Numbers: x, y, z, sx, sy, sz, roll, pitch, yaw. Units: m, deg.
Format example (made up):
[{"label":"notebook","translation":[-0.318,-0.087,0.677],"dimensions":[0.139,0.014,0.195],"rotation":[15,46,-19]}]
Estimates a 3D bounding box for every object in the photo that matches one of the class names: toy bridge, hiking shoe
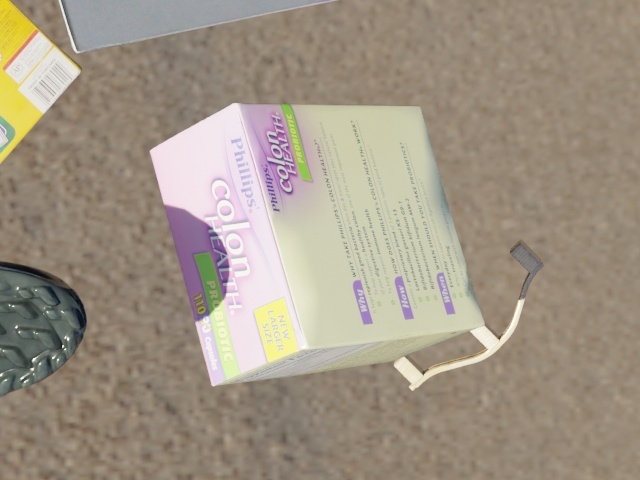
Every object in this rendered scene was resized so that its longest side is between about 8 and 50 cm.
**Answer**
[{"label":"toy bridge","translation":[0.158,0.087,1.855],"dimensions":[0.063,0.188,0.026],"rotation":[44,10,-2]},{"label":"hiking shoe","translation":[-0.315,0.052,1.355],"dimensions":[0.132,0.304,0.113],"rotation":[-70,154,-67]}]

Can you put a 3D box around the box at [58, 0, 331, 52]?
[{"label":"box","translation":[-0.064,-0.301,1.459],"dimensions":[0.294,0.296,0.182],"rotation":[-89,167,-64]}]

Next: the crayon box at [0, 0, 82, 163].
[{"label":"crayon box","translation":[-0.378,-0.118,1.716],"dimensions":[0.278,0.081,0.165],"rotation":[-50,134,-6]}]

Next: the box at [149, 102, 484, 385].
[{"label":"box","translation":[0.000,0.000,1.587],"dimensions":[0.243,0.117,0.213],"rotation":[-4,74,-49]}]
